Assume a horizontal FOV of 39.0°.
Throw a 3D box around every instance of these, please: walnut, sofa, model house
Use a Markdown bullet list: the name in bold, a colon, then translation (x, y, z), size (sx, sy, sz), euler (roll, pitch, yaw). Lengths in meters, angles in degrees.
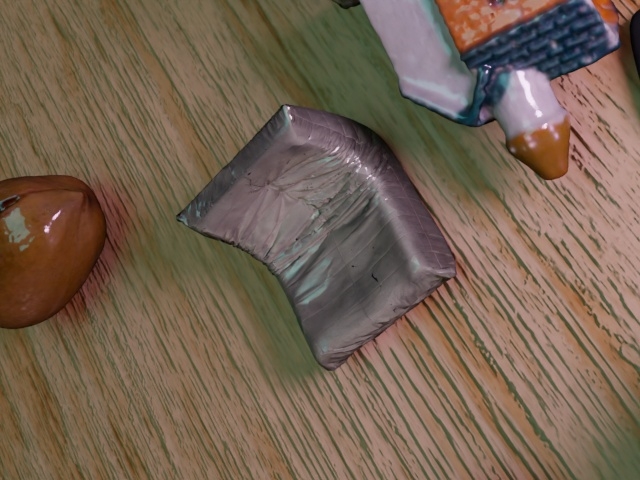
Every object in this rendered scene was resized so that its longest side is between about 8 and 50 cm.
- **walnut**: translation (-0.415, 0.006, 1.304), size (0.298, 0.203, 0.203), euler (-33, 68, 31)
- **sofa**: translation (0.000, 0.000, 0.974), size (0.210, 0.176, 0.225), euler (-40, 64, 30)
- **model house**: translation (0.178, -0.202, 0.869), size (0.271, 0.190, 0.300), euler (-22, 90, 32)

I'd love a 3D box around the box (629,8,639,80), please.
- **box**: translation (0.345, -0.168, 0.804), size (0.125, 0.027, 0.126), euler (-20, 77, 39)
